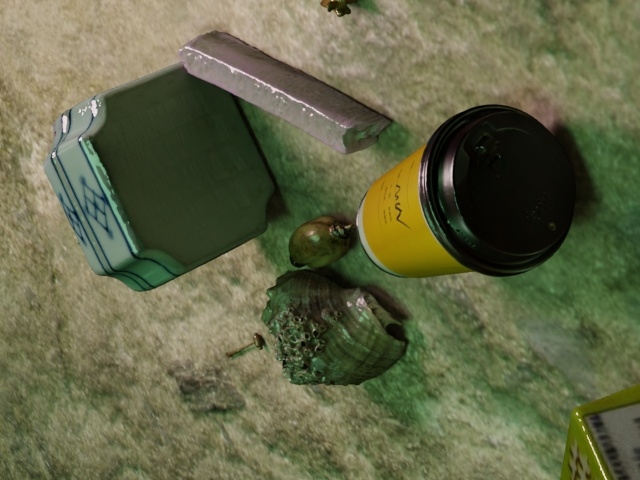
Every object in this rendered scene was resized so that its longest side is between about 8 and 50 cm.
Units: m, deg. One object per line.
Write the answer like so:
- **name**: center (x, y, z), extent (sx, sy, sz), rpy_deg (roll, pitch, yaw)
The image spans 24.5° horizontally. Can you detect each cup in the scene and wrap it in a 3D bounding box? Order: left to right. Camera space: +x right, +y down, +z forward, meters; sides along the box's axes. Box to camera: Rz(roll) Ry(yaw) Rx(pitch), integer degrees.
- **cup**: center (0.159, -0.039, 1.718), extent (0.196, 0.196, 0.279), rpy_deg (64, 153, -1)

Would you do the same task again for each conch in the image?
- **conch**: center (0.017, 0.130, 2.077), extent (0.245, 0.163, 0.178), rpy_deg (-3, 145, 36)

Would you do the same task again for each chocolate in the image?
- **chocolate**: center (0.362, 0.354, 1.637), extent (0.301, 0.137, 0.289), rpy_deg (-107, 16, -52)

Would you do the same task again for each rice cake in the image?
- **rice cake**: center (-0.053, -0.201, 1.981), extent (0.365, 0.072, 0.056), rpy_deg (30, 132, 35)

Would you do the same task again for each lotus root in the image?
- **lotus root**: center (0.000, 0.000, 2.044), extent (0.072, 0.063, 0.152), rpy_deg (32, 149, -22)

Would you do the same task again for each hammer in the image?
- **hammer**: center (-0.123, 0.172, 2.363), extent (0.123, 0.014, 0.029), rpy_deg (-29, 79, 58)

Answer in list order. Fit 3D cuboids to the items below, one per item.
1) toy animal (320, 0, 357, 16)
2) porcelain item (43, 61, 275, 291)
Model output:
- **toy animal**: center (-0.010, -0.412, 1.800), extent (0.149, 0.054, 0.275), rpy_deg (-25, 92, 58)
- **porcelain item**: center (-0.228, -0.089, 2.092), extent (0.157, 0.286, 0.281), rpy_deg (-23, 95, 50)
